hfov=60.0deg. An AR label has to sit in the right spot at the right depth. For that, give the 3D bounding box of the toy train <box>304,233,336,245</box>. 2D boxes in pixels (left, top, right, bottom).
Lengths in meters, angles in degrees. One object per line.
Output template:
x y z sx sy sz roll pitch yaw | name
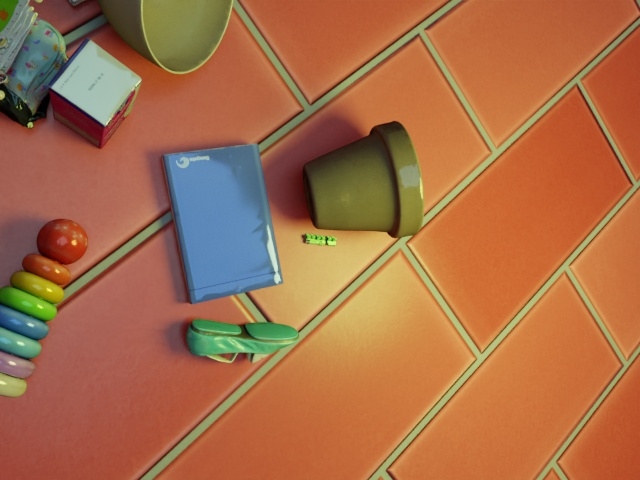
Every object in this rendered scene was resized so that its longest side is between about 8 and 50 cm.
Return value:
0.000 0.000 1.313 0.083 0.017 0.024 5 97 -23 | toy train

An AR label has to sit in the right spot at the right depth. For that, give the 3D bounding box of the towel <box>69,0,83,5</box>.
-0.505 -0.585 1.110 0.144 0.029 0.197 -45 105 -21 | towel

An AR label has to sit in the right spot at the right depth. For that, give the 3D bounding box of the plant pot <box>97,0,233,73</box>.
-0.324 -0.494 1.079 0.191 0.284 0.284 24 76 16 | plant pot

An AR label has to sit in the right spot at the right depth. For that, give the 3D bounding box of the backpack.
-0.552 -0.324 1.032 0.152 0.115 0.182 36 72 -15 | backpack

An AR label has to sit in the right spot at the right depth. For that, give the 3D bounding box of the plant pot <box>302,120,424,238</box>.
0.085 -0.121 1.248 0.229 0.263 0.263 -10 92 -7 | plant pot

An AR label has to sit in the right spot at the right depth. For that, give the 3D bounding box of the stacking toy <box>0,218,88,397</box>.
-0.539 0.110 1.027 0.141 0.141 0.330 29 70 -20 | stacking toy

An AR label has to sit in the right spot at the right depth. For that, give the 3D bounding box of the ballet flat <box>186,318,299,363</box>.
-0.171 0.223 1.207 0.247 0.083 0.087 8 109 -23 | ballet flat

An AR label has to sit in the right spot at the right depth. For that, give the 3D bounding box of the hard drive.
-0.210 -0.040 1.210 0.210 0.040 0.319 -11 93 -23 | hard drive

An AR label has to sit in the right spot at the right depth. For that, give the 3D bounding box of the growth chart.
-0.585 -0.354 0.967 0.172 0.021 0.237 8 72 10 | growth chart

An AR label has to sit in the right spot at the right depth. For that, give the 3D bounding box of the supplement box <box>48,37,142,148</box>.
-0.420 -0.262 1.029 0.114 0.220 0.111 36 75 -20 | supplement box
